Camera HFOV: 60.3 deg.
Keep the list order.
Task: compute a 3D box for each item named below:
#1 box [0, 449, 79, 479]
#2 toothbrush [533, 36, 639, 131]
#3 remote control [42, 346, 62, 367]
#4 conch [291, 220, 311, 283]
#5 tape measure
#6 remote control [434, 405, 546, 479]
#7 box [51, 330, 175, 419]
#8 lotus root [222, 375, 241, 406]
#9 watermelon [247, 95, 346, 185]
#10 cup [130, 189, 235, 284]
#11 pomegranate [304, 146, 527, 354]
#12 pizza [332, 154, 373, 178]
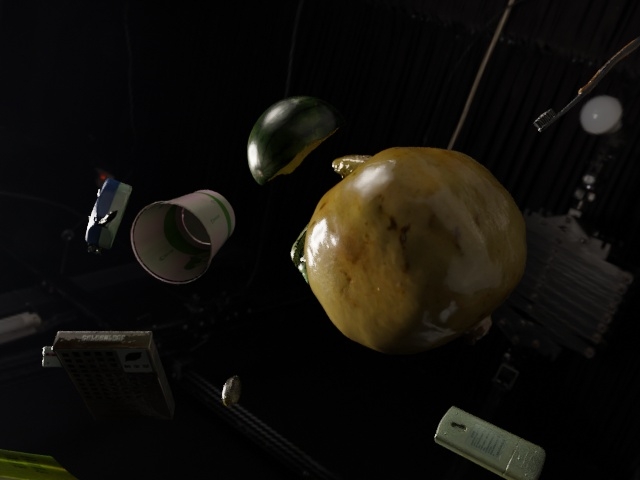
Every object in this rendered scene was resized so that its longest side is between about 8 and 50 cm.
[{"bbox_3d":[-0.374,0.191,0.464,0.311,0.043,0.173,25,157,-31],"label":"box"},{"bbox_3d":[0.583,-0.339,1.184,0.031,0.321,0.023,51,174,-1],"label":"toothbrush"},{"bbox_3d":[-0.738,0.349,1.644,0.166,0.065,0.029,5,-174,-14],"label":"remote control"},{"bbox_3d":[0.000,0.000,1.050,0.105,0.170,0.079,27,171,-38],"label":"conch"},{"bbox_3d":[-0.656,-0.110,1.721,0.097,0.351,0.216,21,-118,-20],"label":"tape measure"},{"bbox_3d":[0.379,0.462,1.241,0.233,0.038,0.098,19,-128,32],"label":"remote control"},{"bbox_3d":[-0.416,0.291,1.150,0.180,0.325,0.047,1,-130,-4],"label":"box"},{"bbox_3d":[-0.258,0.434,1.606,0.049,0.054,0.099,30,-136,-20],"label":"lotus root"},{"bbox_3d":[-0.059,-0.219,1.109,0.127,0.232,0.204,52,168,-11],"label":"watermelon"},{"bbox_3d":[-0.398,-0.033,1.678,0.253,0.253,0.274,20,-157,6],"label":"cup"},{"bbox_3d":[0.144,0.022,0.839,0.332,0.333,0.333,15,-159,-6],"label":"pomegranate"},{"bbox_3d":[0.181,-0.120,1.306,0.268,0.087,0.257,43,155,-18],"label":"pizza"}]
